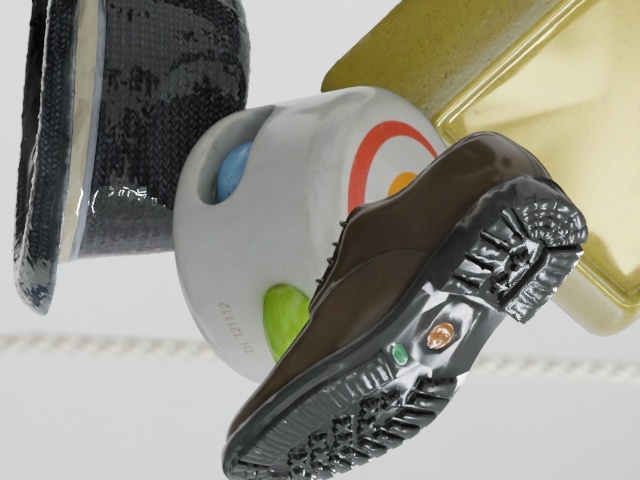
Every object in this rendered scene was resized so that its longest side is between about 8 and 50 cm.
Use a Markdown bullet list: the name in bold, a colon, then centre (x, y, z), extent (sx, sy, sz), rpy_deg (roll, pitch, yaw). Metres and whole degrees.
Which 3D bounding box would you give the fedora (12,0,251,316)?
- **fedora**: centre (-0.135, -0.106, 1.358), extent (0.334, 0.152, 0.334), rpy_deg (-175, -90, -78)

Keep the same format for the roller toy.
- **roller toy**: centre (0.000, 0.000, 1.247), extent (0.209, 0.146, 0.191), rpy_deg (-1, 84, -56)

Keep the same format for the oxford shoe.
- **oxford shoe**: centre (0.031, 0.037, 0.937), extent (0.227, 0.083, 0.096), rpy_deg (-44, -136, 14)

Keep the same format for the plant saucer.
- **plant saucer**: centre (0.227, -0.103, 1.339), extent (0.333, 0.332, 0.081), rpy_deg (-42, -155, 18)
